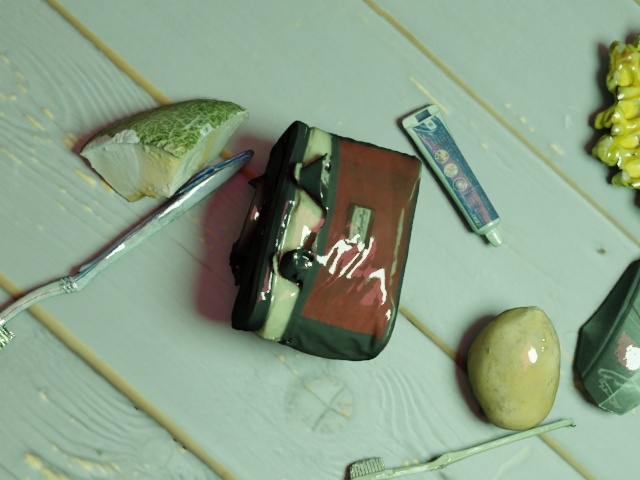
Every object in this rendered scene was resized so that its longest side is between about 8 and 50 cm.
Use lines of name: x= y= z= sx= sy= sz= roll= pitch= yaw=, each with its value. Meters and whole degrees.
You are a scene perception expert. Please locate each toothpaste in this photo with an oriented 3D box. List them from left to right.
toothpaste: x=0.170 y=-0.078 z=1.184 sx=0.057 sy=0.035 sz=0.197 roll=-29 pitch=84 yaw=-20

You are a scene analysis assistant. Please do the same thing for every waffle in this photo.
waffle: x=0.506 y=-0.143 z=1.248 sx=0.329 sy=0.062 sz=0.329 roll=2 pitch=79 yaw=-13

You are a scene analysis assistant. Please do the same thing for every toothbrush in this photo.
toothbrush: x=-0.239 y=0.015 z=1.084 sx=0.413 sy=0.035 sz=0.042 roll=-38 pitch=110 yaw=-14
toothbrush: x=0.171 y=0.250 z=1.132 sx=0.294 sy=0.026 sz=0.028 roll=-8 pitch=67 yaw=-12

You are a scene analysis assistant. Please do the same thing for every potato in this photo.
potato: x=0.229 y=0.150 z=1.124 sx=0.112 sy=0.112 sz=0.147 roll=3 pitch=87 yaw=-11

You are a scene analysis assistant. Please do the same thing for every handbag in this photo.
handbag: x=0.000 y=0.000 z=1.062 sx=0.181 sy=0.181 sz=0.255 roll=15 pitch=75 yaw=-11

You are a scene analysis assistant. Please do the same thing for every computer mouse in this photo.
computer mouse: x=0.408 y=0.114 z=1.181 sx=0.126 sy=0.071 sz=0.231 roll=42 pitch=75 yaw=-2

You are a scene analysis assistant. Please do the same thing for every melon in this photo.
melon: x=-0.163 y=-0.104 z=1.083 sx=0.202 sy=0.139 sz=0.093 roll=-22 pitch=106 yaw=-14
